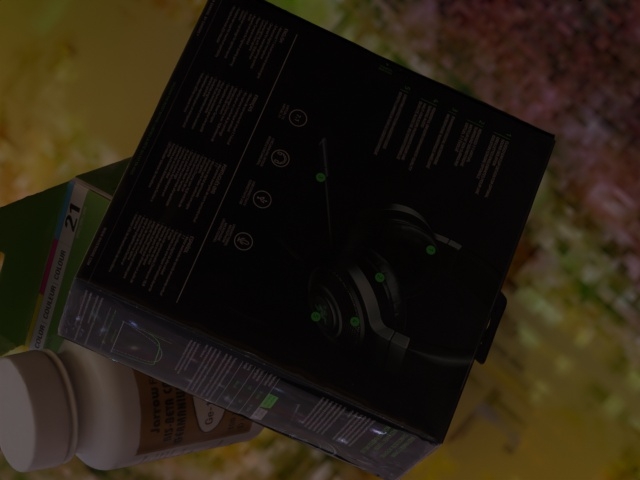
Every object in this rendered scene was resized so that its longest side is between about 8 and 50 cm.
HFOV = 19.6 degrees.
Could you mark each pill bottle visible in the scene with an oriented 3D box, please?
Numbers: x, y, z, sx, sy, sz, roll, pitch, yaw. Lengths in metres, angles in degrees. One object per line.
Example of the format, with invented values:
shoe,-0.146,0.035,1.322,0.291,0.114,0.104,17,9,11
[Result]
pill bottle,-0.169,0.134,1.653,0.229,0.131,0.131,-9,-150,-30

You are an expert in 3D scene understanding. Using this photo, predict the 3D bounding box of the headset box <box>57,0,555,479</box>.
headset box,0.000,0.000,1.283,0.283,0.246,0.131,24,157,-4

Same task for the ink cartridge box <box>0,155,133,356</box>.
ink cartridge box,-0.219,0.043,1.714,0.097,0.189,0.255,27,-155,19
